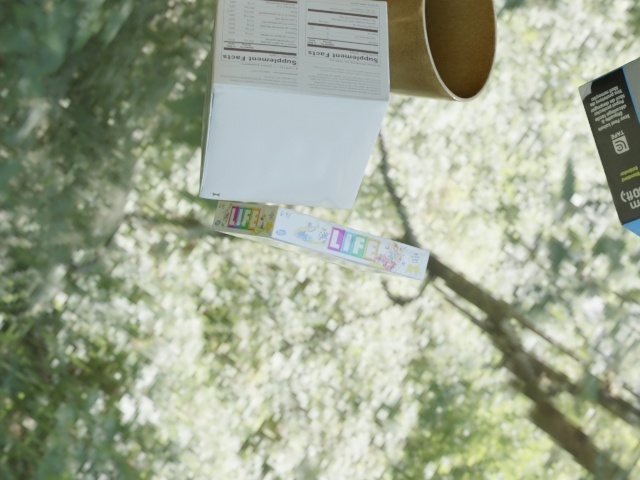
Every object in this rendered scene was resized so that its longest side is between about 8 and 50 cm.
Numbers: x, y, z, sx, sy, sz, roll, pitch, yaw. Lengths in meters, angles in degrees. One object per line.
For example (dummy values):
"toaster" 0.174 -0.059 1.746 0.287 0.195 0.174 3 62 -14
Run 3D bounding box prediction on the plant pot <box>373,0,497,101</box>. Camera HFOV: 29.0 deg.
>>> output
"plant pot" 0.101 -0.320 1.862 0.237 0.254 0.237 0 90 -58

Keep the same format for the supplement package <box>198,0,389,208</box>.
"supplement package" -0.038 -0.167 1.515 0.262 0.204 0.145 109 -16 -62

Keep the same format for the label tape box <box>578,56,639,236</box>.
"label tape box" 0.561 -0.120 1.856 0.115 0.347 0.249 -1 163 -46

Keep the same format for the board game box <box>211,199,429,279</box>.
"board game box" 0.000 0.000 1.041 0.103 0.154 0.026 8 -97 57
